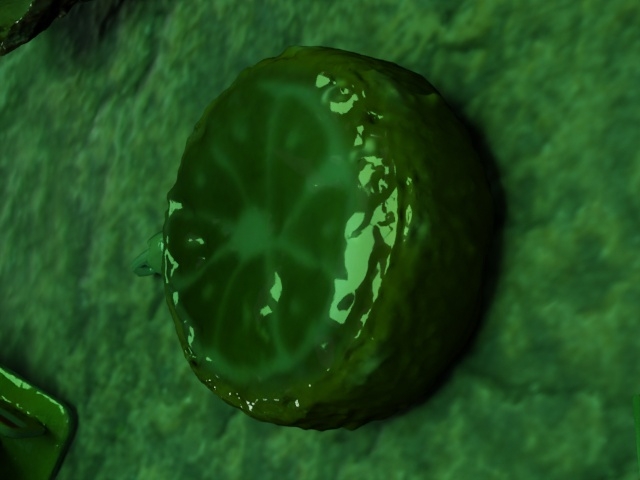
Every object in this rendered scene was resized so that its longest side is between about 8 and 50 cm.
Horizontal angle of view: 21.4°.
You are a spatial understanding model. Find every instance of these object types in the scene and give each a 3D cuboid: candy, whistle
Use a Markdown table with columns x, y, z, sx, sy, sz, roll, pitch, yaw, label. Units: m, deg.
| x | y | z | sx | sy | sz | roll | pitch | yaw | label |
| --- | --- | --- | --- | --- | --- | --- | --- | --- | --- |
| 0.000 | 0.000 | 1.129 | 0.260 | 0.118 | 0.260 | -11 | 76 | 47 | candy |
| -0.113 | 0.005 | 1.306 | 0.100 | 0.035 | 0.035 | -30 | 57 | 41 | whistle |

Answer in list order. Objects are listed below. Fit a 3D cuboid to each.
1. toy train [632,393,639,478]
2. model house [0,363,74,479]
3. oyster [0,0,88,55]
| x | y | z | sx | sy | sz | roll | pitch | yaw | label |
| --- | --- | --- | --- | --- | --- | --- | --- | --- | --- |
| 0.201 | 0.119 | 0.920 | 0.056 | 0.038 | 0.093 | -23 | 62 | 45 | toy train |
| -0.340 | 0.261 | 1.276 | 0.340 | 0.323 | 0.300 | 29 | 101 | 18 | model house |
| -0.180 | -0.291 | 1.432 | 0.361 | 0.096 | 0.221 | -34 | 50 | 37 | oyster |
